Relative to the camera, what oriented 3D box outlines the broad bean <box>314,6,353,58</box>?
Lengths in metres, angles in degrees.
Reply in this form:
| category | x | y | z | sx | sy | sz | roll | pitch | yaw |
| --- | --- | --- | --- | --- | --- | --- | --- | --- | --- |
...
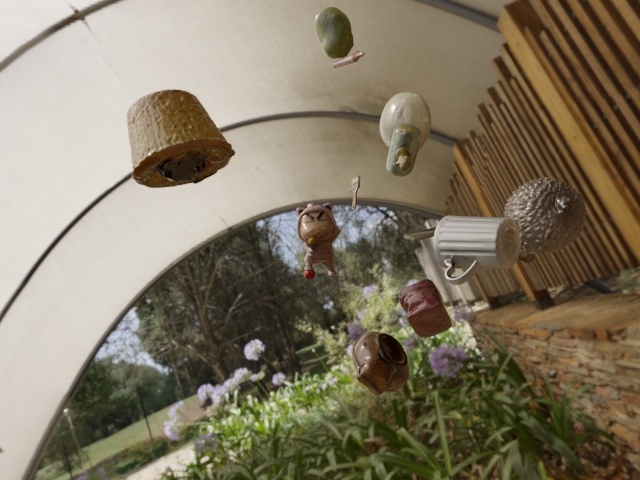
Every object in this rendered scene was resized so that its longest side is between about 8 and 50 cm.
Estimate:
| category | x | y | z | sx | sy | sz | roll | pitch | yaw |
| --- | --- | --- | --- | --- | --- | --- | --- | --- | --- |
| broad bean | 0.047 | -0.711 | 1.515 | 0.125 | 0.174 | 0.082 | -15 | 9 | 20 |

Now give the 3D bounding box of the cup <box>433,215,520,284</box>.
| category | x | y | z | sx | sy | sz | roll | pitch | yaw |
| --- | --- | --- | --- | --- | --- | --- | --- | --- | --- |
| cup | 0.463 | 0.033 | 1.312 | 0.167 | 0.220 | 0.202 | 14 | -8 | -41 |

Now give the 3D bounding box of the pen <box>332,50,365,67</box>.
| category | x | y | z | sx | sy | sz | roll | pitch | yaw |
| --- | --- | --- | --- | --- | --- | --- | --- | --- | --- |
| pen | 0.125 | -0.782 | 1.900 | 0.197 | 0.032 | 0.053 | 11 | 60 | 54 |

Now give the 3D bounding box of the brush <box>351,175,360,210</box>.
| category | x | y | z | sx | sy | sz | roll | pitch | yaw |
| --- | --- | --- | --- | --- | --- | --- | --- | --- | --- |
| brush | 0.128 | -0.175 | 1.641 | 0.014 | 0.169 | 0.043 | 32 | -46 | -27 |

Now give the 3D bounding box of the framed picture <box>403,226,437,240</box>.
| category | x | y | z | sx | sy | sz | roll | pitch | yaw |
| --- | --- | --- | --- | --- | --- | --- | --- | --- | --- |
| framed picture | 0.536 | -0.041 | 2.092 | 0.248 | 0.022 | 0.335 | -14 | 2 | 3 |

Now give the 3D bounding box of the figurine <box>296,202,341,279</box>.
| category | x | y | z | sx | sy | sz | roll | pitch | yaw |
| --- | --- | --- | --- | --- | --- | --- | --- | --- | --- |
| figurine | 0.000 | 0.000 | 1.656 | 0.176 | 0.287 | 0.186 | -1 | 1 | -6 |

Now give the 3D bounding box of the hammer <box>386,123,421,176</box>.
| category | x | y | z | sx | sy | sz | roll | pitch | yaw |
| --- | --- | --- | --- | --- | --- | --- | --- | --- | --- |
| hammer | 0.307 | -0.309 | 1.628 | 0.113 | 0.201 | 0.305 | 9 | 25 | 6 |

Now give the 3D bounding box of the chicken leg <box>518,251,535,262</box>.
| category | x | y | z | sx | sy | sz | roll | pitch | yaw |
| --- | --- | --- | --- | --- | --- | --- | --- | --- | --- |
| chicken leg | 0.805 | 0.060 | 1.880 | 0.198 | 0.069 | 0.084 | 14 | -36 | 20 |

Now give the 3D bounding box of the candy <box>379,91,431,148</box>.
| category | x | y | z | sx | sy | sz | roll | pitch | yaw |
| --- | --- | --- | --- | --- | --- | --- | --- | --- | --- |
| candy | 0.391 | -0.546 | 2.067 | 0.185 | 0.295 | 0.295 | -10 | -18 | -35 |

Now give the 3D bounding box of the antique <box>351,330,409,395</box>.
| category | x | y | z | sx | sy | sz | roll | pitch | yaw |
| --- | --- | --- | --- | --- | --- | --- | --- | --- | --- |
| antique | 0.224 | 0.437 | 1.608 | 0.129 | 0.223 | 0.278 | -52 | -11 | 22 |

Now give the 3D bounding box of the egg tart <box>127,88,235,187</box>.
| category | x | y | z | sx | sy | sz | roll | pitch | yaw |
| --- | --- | --- | --- | --- | --- | --- | --- | --- | --- |
| egg tart | -0.300 | -0.207 | 0.924 | 0.216 | 0.170 | 0.215 | -20 | -6 | -2 |

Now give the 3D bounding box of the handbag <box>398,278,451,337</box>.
| category | x | y | z | sx | sy | sz | roll | pitch | yaw |
| --- | --- | --- | --- | --- | --- | --- | --- | --- | --- |
| handbag | 0.376 | 0.247 | 1.590 | 0.147 | 0.135 | 0.225 | -26 | -41 | 11 |

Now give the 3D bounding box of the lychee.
| category | x | y | z | sx | sy | sz | roll | pitch | yaw |
| --- | --- | --- | --- | --- | --- | --- | --- | --- | --- |
| lychee | 1.096 | -0.115 | 2.199 | 0.381 | 0.379 | 0.432 | -20 | -12 | -13 |
